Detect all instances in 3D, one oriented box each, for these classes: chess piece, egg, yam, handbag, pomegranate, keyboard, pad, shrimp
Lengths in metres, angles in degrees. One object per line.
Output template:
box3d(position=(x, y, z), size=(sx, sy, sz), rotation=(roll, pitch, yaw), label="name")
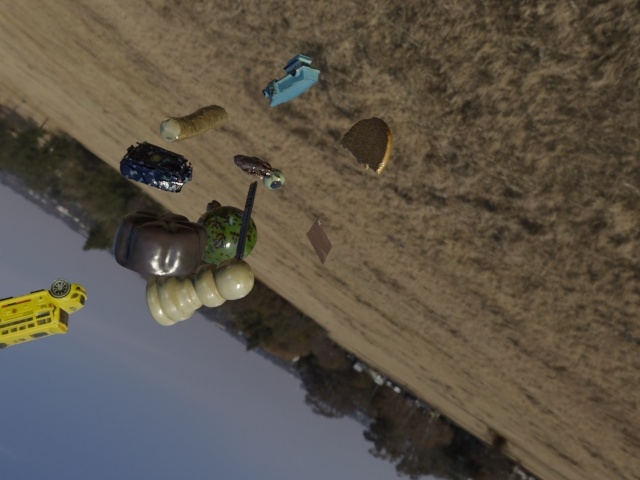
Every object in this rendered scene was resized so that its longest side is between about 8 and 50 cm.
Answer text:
box3d(position=(-0.332, 0.137, 1.656), size=(0.299, 0.167, 0.167), rotation=(-15, 154, 14), label="chess piece")
box3d(position=(-0.187, -0.248, 2.311), size=(0.085, 0.085, 0.110), rotation=(38, 159, -31), label="egg")
box3d(position=(-0.374, -0.352, 1.712), size=(0.081, 0.081, 0.357), rotation=(33, -158, 1), label="yam")
box3d(position=(-0.608, -0.280, 2.139), size=(0.260, 0.162, 0.113), rotation=(19, 128, -2), label="handbag")
box3d(position=(-0.371, -0.031, 2.217), size=(0.271, 0.254, 0.254), rotation=(67, -174, 24), label="pomegranate")
box3d(position=(-0.234, -0.062, 1.800), size=(0.017, 0.251, 0.087), rotation=(12, 176, -19), label="keyboard")
box3d(position=(0.000, 0.000, 1.886), size=(0.113, 0.006, 0.188), rotation=(63, -162, -11), label="pad")
box3d(position=(-0.227, -0.261, 2.064), size=(0.190, 0.075, 0.073), rotation=(17, 176, 8), label="shrimp")

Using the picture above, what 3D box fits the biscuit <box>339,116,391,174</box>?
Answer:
box3d(position=(0.144, -0.287, 1.673), size=(0.033, 0.145, 0.224), rotation=(20, -164, -38), label="biscuit")

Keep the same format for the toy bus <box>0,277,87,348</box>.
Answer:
box3d(position=(-0.884, 0.229, 1.750), size=(0.144, 0.330, 0.152), rotation=(115, 139, -69), label="toy bus")

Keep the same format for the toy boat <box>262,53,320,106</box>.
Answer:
box3d(position=(-0.108, -0.517, 1.860), size=(0.109, 0.098, 0.237), rotation=(0, 165, -43), label="toy boat")

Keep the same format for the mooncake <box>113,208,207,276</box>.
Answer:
box3d(position=(-0.428, 0.005, 1.546), size=(0.244, 0.134, 0.245), rotation=(14, -167, -3), label="mooncake")
